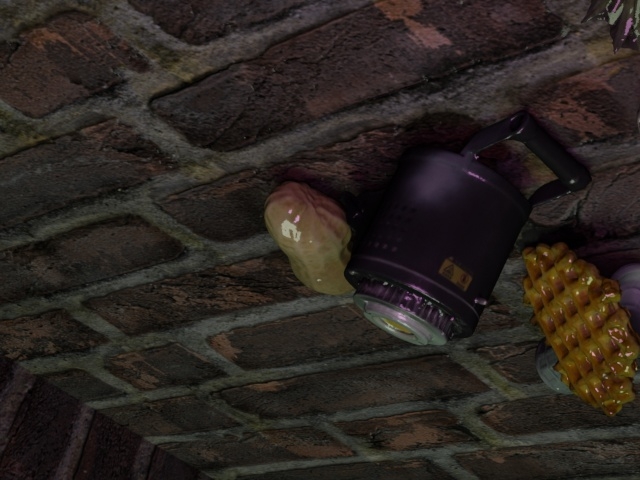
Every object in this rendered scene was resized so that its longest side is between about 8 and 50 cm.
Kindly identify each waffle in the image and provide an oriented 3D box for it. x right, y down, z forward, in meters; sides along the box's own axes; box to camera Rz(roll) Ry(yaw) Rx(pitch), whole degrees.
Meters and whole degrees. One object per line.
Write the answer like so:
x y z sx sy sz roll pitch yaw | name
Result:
0.390 0.132 1.930 0.051 0.291 0.291 -20 159 -22 | waffle

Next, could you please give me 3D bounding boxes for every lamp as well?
0.170 0.012 1.794 0.374 0.272 0.205 -16 139 42 | lamp

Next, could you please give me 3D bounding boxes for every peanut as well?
0.000 0.000 2.029 0.125 0.111 0.274 -12 146 15 | peanut

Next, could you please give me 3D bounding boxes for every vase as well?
0.454 0.155 2.046 0.143 0.143 0.299 20 153 -8 | vase

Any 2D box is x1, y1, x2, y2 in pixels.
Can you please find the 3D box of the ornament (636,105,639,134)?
0.470 -0.153 1.568 0.156 0.081 0.075 -5 140 24 | ornament

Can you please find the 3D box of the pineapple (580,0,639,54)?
0.349 -0.319 1.320 0.130 0.119 0.277 -28 153 -13 | pineapple
